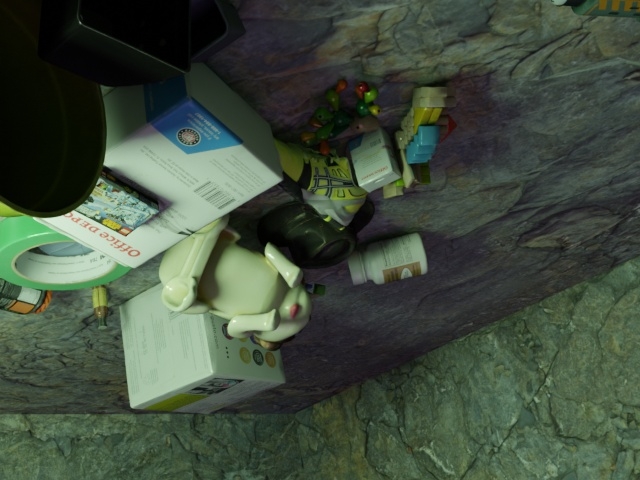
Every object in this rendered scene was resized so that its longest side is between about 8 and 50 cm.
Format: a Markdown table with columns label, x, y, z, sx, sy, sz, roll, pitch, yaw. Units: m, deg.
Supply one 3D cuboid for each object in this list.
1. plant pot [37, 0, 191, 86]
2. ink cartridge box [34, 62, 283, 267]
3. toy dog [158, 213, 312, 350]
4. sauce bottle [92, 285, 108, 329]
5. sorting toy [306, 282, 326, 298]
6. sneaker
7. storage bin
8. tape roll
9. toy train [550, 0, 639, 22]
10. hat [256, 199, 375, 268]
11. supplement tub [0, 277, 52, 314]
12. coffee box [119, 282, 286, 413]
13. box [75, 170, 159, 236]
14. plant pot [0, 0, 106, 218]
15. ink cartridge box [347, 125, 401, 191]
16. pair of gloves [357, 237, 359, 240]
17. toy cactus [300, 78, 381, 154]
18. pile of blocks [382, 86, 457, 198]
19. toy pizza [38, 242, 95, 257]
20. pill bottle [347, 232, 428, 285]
| label | x | y | z | sx | sy | sz | roll | pitch | yaw |
| --- | --- | --- | --- | --- | --- | --- | --- | --- | --- |
| plant pot | -0.319 | -0.333 | 1.084 | 0.167 | 0.187 | 0.188 | -17 | 158 | 37 |
| ink cartridge box | -0.318 | -0.144 | 1.394 | 0.395 | 0.166 | 0.285 | -29 | 142 | 18 |
| toy dog | -0.205 | 0.142 | 1.907 | 0.408 | 0.284 | 0.395 | 30 | 153 | -27 |
| sauce bottle | -0.629 | 0.191 | 2.080 | 0.042 | 0.128 | 0.042 | -9 | 156 | -4 |
| sorting toy | -0.126 | 0.136 | 2.190 | 0.196 | 0.047 | 0.348 | 18 | -167 | 39 |
| sneaker | -0.024 | -0.163 | 1.663 | 0.147 | 0.145 | 0.385 | -51 | 143 | 6 |
| storage bin | -0.197 | -0.351 | 1.208 | 0.135 | 0.098 | 0.091 | -26 | 180 | 25 |
| tape roll | -0.604 | 0.023 | 1.724 | 0.321 | 0.077 | 0.321 | -10 | 155 | -5 |
| toy train | 0.565 | -0.465 | 1.274 | 0.334 | 0.142 | 0.190 | -4 | 163 | -17 |
| hat | 0.000 | 0.000 | 1.974 | 0.331 | 0.134 | 0.331 | -11 | 156 | -5 |
| supplement tub | -0.798 | 0.125 | 1.875 | 0.117 | 0.117 | 0.190 | -22 | 154 | 20 |
| coffee box | -0.359 | 0.314 | 2.216 | 0.338 | 0.337 | 0.334 | -28 | 152 | 28 |
| box | -0.374 | -0.066 | 1.313 | 0.094 | 0.027 | 0.137 | -33 | 139 | 21 |
| plant pot | -0.584 | -0.189 | 1.101 | 0.353 | 0.366 | 0.366 | -8 | 157 | 18 |
| ink cartridge box | 0.123 | -0.183 | 1.655 | 0.089 | 0.122 | 0.052 | -24 | 152 | 24 |
| pair of gloves | 0.077 | 0.011 | 2.137 | 0.074 | 0.010 | 0.083 | -20 | 180 | 11 |
| toy cactus | 0.063 | -0.252 | 1.533 | 0.180 | 0.112 | 0.219 | 1 | 145 | -47 |
| pile of blocks | 0.239 | -0.209 | 1.627 | 0.113 | 0.149 | 0.362 | -5 | 153 | -15 |
| toy pizza | -0.594 | -0.010 | 1.790 | 0.201 | 0.032 | 0.201 | -9 | 155 | -4 |
| pill bottle | 0.200 | 0.062 | 2.199 | 0.229 | 0.131 | 0.131 | -13 | 155 | 1 |
